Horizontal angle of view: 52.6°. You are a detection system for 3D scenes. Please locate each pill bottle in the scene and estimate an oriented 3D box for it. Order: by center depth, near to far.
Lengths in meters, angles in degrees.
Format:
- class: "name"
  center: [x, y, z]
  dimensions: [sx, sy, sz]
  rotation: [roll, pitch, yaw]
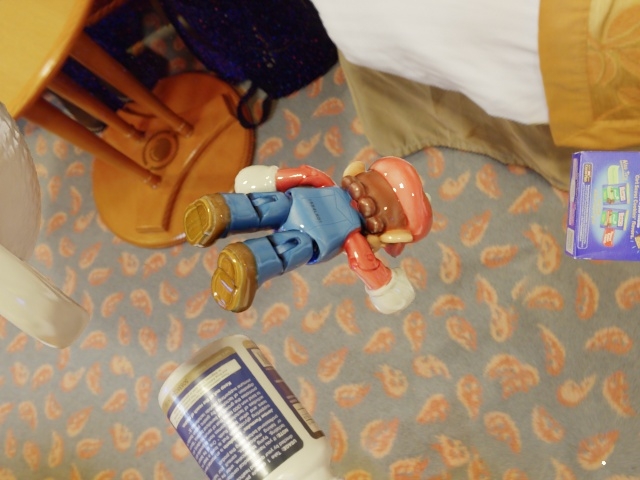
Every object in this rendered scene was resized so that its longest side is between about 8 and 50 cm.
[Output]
- class: "pill bottle"
  center: [-0.081, 0.266, 0.846]
  dimensions: [0.153, 0.153, 0.264]
  rotation: [-43, 70, 5]

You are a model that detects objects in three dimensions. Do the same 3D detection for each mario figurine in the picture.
- class: "mario figurine"
  center: [0.000, 0.000, 0.788]
  dimensions: [0.170, 0.320, 0.198]
  rotation: [5, 104, 54]

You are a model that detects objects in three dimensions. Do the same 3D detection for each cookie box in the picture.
- class: "cookie box"
  center: [0.266, -0.028, 0.540]
  dimensions: [0.107, 0.040, 0.091]
  rotation: [3, 98, 9]

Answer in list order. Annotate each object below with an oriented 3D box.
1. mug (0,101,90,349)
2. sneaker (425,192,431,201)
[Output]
- class: "mug"
  center: [-0.377, -0.025, 0.608]
  dimensions: [0.374, 0.328, 0.276]
  rotation: [41, 71, -11]
- class: "sneaker"
  center: [0.138, -0.041, 0.997]
  dimensions: [0.098, 0.069, 0.038]
  rotation: [-37, 97, -8]
